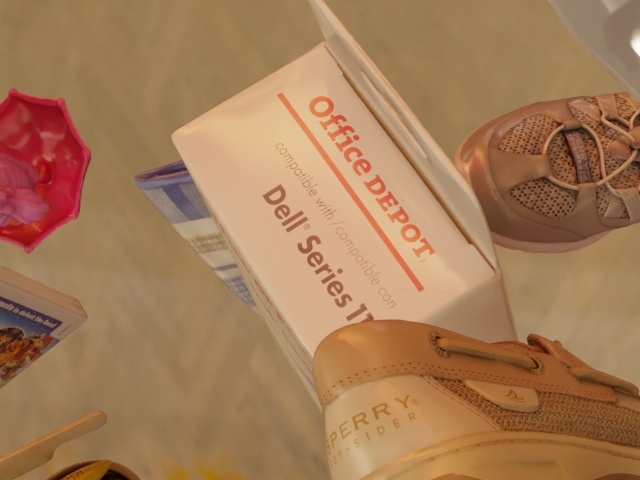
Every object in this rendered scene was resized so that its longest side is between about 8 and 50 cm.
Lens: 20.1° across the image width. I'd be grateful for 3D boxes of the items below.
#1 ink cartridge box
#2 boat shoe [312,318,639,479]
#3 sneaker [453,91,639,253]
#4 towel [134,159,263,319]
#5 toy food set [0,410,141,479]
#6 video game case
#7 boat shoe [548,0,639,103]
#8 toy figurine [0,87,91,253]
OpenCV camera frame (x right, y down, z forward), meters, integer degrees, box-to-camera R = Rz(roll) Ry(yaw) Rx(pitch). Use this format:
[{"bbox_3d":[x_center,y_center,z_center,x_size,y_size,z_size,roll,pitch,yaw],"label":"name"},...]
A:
[{"bbox_3d":[0.024,0.026,1.116,0.207,0.119,0.353,55,173,31],"label":"ink cartridge box"},{"bbox_3d":[0.112,0.097,0.901,0.121,0.341,0.110,-30,68,21],"label":"boat shoe"},{"bbox_3d":[0.219,-0.067,1.192,0.115,0.281,0.105,134,121,-64],"label":"sneaker"},{"bbox_3d":[0.000,0.000,1.521,0.209,0.285,0.034,-12,55,24],"label":"towel"},{"bbox_3d":[-0.203,0.249,1.537,0.038,0.132,0.192,37,149,53],"label":"toy food set"},{"bbox_3d":[-0.148,0.050,0.616,0.122,0.087,0.011,-38,63,10],"label":"video game case"},{"bbox_3d":[0.221,-0.045,0.823,0.306,0.105,0.113,48,121,10],"label":"boat shoe"},{"bbox_3d":[-0.186,-0.043,0.871,0.130,0.159,0.173,-69,22,13],"label":"toy figurine"}]
